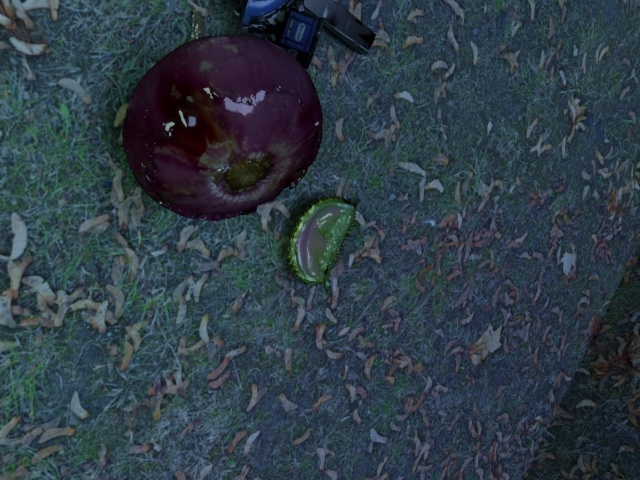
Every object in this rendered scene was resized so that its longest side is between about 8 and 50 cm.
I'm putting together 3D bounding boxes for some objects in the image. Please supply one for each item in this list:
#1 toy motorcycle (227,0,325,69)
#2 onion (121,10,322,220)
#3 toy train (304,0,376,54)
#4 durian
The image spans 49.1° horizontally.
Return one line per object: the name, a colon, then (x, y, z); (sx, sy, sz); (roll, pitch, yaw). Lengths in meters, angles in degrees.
toy motorcycle: (-0.047, -0.528, 1.348); (0.213, 0.125, 0.358); (18, 80, -9)
onion: (-0.181, -0.206, 1.264); (0.358, 0.345, 0.358); (-14, 122, -23)
toy train: (0.012, -0.484, 1.488); (0.252, 0.048, 0.055); (29, 88, -34)
durian: (-0.004, -0.002, 1.571); (0.137, 0.095, 0.220); (19, 92, -4)
